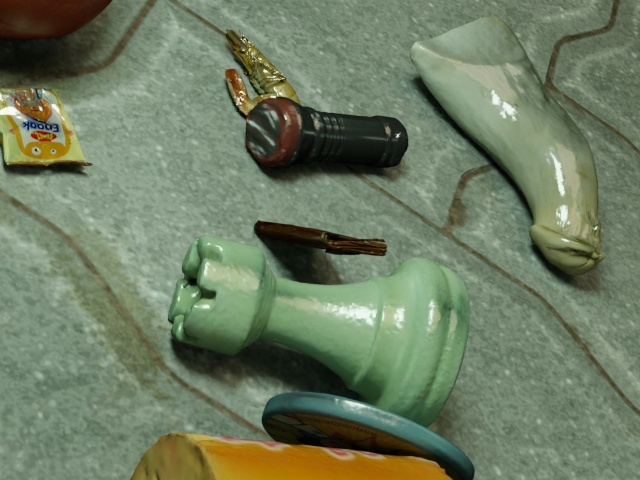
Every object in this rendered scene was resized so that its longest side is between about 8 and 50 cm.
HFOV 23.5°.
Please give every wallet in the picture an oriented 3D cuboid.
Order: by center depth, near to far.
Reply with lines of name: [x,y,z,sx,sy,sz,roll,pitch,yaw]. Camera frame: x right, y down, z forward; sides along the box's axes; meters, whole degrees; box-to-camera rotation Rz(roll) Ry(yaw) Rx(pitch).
wallet: [0.000,0.000,1.784,0.095,0.176,0.026,11,88,-30]

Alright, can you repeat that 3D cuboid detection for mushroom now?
mushroom: [0.289,-0.131,2.169,0.177,0.126,0.397,-22,69,-38]

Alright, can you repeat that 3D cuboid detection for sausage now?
sausage: [-0.023,0.301,1.406,0.287,0.233,0.233,12,46,-32]

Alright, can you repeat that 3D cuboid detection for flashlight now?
flashlight: [0.012,-0.134,1.975,0.232,0.093,0.093,0,53,-44]

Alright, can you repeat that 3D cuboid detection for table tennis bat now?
table tennis bat: [0.073,0.228,1.599,0.329,0.215,0.044,39,59,-45]

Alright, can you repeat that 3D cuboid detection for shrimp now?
shrimp: [-0.091,-0.204,1.998,0.095,0.045,0.162,-32,81,-30]

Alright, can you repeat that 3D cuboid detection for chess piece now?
chess piece: [-0.006,0.086,1.677,0.299,0.195,0.195,16,44,-17]

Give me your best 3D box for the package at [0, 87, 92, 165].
package: [-0.323,-0.128,1.725,0.108,0.031,0.121,-4,57,-42]

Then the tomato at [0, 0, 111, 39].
tomato: [-0.332,-0.386,1.736,0.321,0.321,0.321,23,42,-22]
